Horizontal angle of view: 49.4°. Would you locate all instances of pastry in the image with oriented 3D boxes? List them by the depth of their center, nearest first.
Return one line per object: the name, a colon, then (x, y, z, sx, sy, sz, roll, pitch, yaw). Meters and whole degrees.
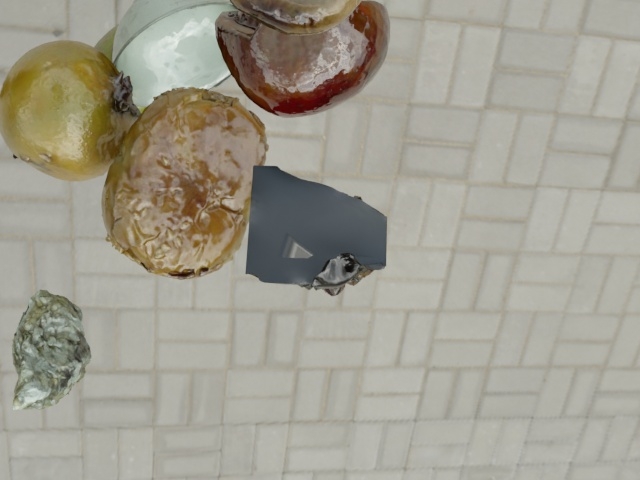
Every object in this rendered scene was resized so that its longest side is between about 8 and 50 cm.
pastry: (-0.220, -0.093, 1.136, 0.255, 0.162, 0.311, 29, 82, -31)

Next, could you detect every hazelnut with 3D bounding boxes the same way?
hazelnut: (-0.016, -0.232, 0.814, 0.202, 0.170, 0.160, -18, 113, 18)

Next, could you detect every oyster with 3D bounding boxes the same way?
oyster: (-0.335, 0.141, 0.866, 0.064, 0.177, 0.125, -20, 142, 16)

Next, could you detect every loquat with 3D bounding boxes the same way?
loquat: (-0.414, -0.217, 1.165, 0.244, 0.244, 0.244, -4, 115, -9)

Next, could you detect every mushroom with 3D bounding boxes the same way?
mushroom: (0.003, -0.178, 0.422, 0.129, 0.088, 0.073, -27, 159, 30)

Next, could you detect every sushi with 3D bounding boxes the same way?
sushi: (0.000, 0.000, 0.935, 0.172, 0.150, 0.153, 2, 74, 3)

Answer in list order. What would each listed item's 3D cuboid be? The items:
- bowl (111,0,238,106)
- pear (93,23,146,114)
bowl: (-0.283, -0.404, 1.340, 0.313, 0.313, 0.146, -27, 77, 2)
pear: (-0.395, -0.356, 1.569, 0.269, 0.321, 0.269, 10, 128, 14)
